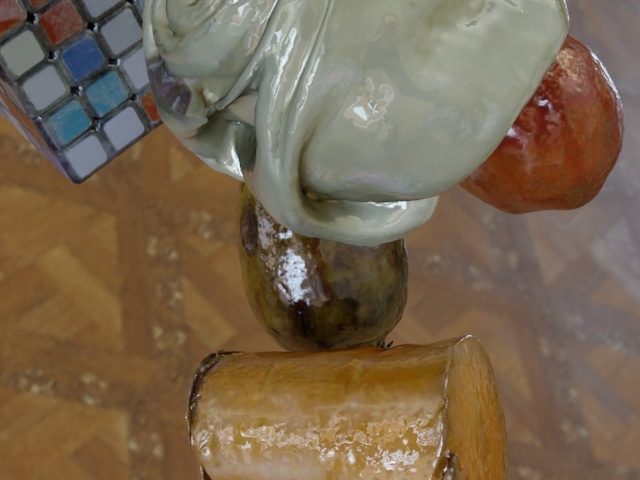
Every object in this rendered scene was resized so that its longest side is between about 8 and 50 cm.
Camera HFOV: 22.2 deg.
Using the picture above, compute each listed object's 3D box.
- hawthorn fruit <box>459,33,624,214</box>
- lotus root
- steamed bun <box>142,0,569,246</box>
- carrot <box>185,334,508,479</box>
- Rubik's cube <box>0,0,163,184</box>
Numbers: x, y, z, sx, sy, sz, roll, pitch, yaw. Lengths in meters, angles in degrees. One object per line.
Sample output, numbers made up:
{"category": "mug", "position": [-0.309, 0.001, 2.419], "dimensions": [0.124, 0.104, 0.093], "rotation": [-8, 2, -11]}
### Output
{"category": "hawthorn fruit", "position": [0.222, -0.142, 1.779], "dimensions": [0.253, 0.205, 0.205], "rotation": [51, 15, -53]}
{"category": "lotus root", "position": [0.000, 0.000, 1.598], "dimensions": [0.169, 0.141, 0.314], "rotation": [-16, 95, -38]}
{"category": "steamed bun", "position": [-0.008, -0.175, 1.307], "dimensions": [0.255, 0.342, 0.368], "rotation": [6, 29, -40]}
{"category": "carrot", "position": [0.026, 0.183, 1.452], "dimensions": [0.196, 0.254, 0.196], "rotation": [-4, 90, -69]}
{"category": "Rubik's cube", "position": [-0.294, -0.295, 1.923], "dimensions": [0.293, 0.287, 0.292], "rotation": [40, -16, 45]}
